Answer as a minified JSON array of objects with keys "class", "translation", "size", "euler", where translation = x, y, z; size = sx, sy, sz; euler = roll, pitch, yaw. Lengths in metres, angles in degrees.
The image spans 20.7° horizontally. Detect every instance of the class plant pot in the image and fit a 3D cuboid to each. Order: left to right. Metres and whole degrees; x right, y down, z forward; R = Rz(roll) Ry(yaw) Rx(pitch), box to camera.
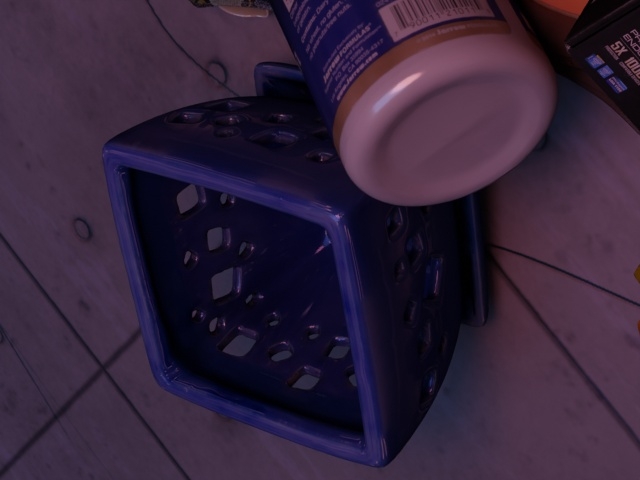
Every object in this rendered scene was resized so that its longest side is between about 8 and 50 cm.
[{"class":"plant pot","translation":[0.000,0.000,1.353],"size":[0.236,0.212,0.236],"euler":[15,129,34]}]

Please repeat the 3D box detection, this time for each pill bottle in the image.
[{"class":"pill bottle","translation":[0.047,-0.166,1.211],"size":[0.153,0.153,0.264],"euler":[-61,40,42]}]

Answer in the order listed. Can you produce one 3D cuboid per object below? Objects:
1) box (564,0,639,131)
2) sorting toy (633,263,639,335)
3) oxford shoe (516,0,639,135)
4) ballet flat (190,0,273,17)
[{"class":"box","translation":[0.253,-0.097,0.975],"size":[0.180,0.077,0.147],"euler":[46,139,-14]},{"class":"sorting toy","translation":[0.354,0.041,1.184],"size":[0.307,0.041,0.229],"euler":[13,137,35]},{"class":"oxford shoe","translation":[0.287,-0.111,1.142],"size":[0.364,0.130,0.133],"euler":[31,148,31]},{"class":"ballet flat","translation":[-0.038,-0.204,1.398],"size":[0.188,0.070,0.070],"euler":[15,122,36]}]
